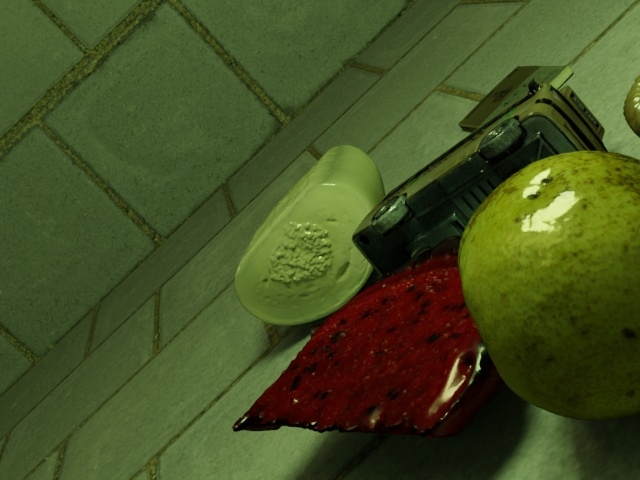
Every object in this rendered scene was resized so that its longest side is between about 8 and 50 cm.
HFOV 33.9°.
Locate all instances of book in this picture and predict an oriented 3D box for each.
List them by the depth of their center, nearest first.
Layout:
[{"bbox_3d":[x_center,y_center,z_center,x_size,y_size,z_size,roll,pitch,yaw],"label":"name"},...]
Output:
[{"bbox_3d":[0.288,-0.212,1.576,0.138,0.016,0.199,-44,14,-1],"label":"book"}]

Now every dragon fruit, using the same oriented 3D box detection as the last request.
[{"bbox_3d":[0.096,0.109,1.021,0.282,0.100,0.343,-52,20,-26],"label":"dragon fruit"}]

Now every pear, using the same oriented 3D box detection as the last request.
[{"bbox_3d":[0.204,0.028,0.764,0.197,0.197,0.197,-41,15,13],"label":"pear"}]

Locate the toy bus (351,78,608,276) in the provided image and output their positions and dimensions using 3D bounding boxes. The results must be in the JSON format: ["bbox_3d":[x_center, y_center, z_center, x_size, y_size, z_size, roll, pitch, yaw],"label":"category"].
[{"bbox_3d":[0.185,-0.051,1.168,0.289,0.139,0.157,-37,10,37],"label":"toy bus"}]

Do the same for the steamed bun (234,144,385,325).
[{"bbox_3d":[0.000,0.000,1.484,0.250,0.155,0.200,-46,10,20],"label":"steamed bun"}]

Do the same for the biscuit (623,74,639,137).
[{"bbox_3d":[0.413,-0.176,1.009,0.259,0.079,0.259,-40,15,13],"label":"biscuit"}]
